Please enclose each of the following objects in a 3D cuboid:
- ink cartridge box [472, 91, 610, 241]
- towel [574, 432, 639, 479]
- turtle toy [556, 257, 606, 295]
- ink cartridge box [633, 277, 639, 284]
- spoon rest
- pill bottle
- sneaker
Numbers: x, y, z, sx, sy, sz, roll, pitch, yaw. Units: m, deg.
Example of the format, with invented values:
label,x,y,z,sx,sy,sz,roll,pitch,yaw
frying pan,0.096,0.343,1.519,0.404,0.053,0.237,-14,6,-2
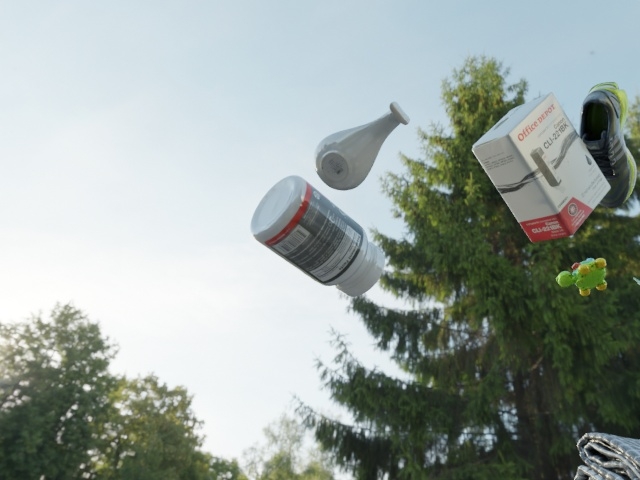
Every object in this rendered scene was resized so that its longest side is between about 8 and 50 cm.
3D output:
label,x,y,z,sx,sy,sz,roll,pitch,yaw
ink cartridge box,0.505,-0.166,1.085,0.273,0.197,0.114,53,-24,-8
towel,0.549,0.370,0.667,0.235,0.121,0.283,11,-4,-5
turtle toy,0.705,0.095,1.278,0.130,0.066,0.095,-18,-66,-3
ink cartridge box,0.679,0.118,0.788,0.235,0.171,0.056,24,-69,5
spoon rest,0.091,-0.211,1.066,0.276,0.084,0.137,-34,-82,40
pill bottle,0.000,0.000,1.331,0.210,0.210,0.363,-28,-53,37
sneaker,0.670,-0.217,1.136,0.111,0.121,0.300,-2,-72,52
